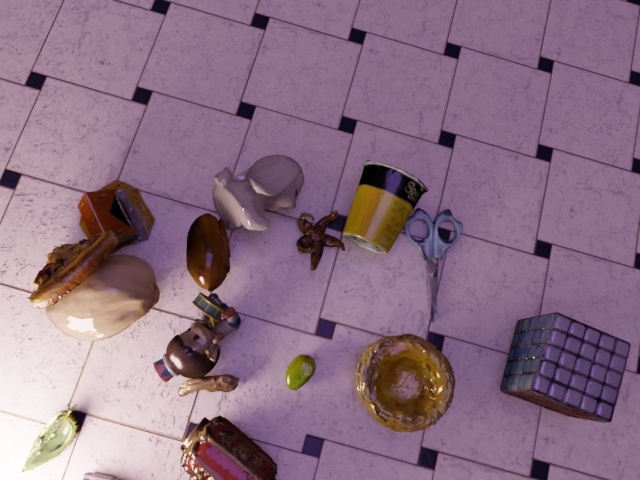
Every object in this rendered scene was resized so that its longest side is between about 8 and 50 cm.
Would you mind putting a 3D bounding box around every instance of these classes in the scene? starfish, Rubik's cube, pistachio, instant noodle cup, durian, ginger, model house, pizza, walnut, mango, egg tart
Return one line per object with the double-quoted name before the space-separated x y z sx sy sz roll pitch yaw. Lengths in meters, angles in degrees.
"starfish" 0.000 0.001 1.695 0.146 0.074 0.189 3 76 -3
"Rubik's cube" 0.686 0.358 1.590 0.238 0.237 0.236 22 74 0
"pistachio" -0.603 0.161 1.538 0.332 0.208 0.226 -24 71 7
"instant noodle cup" 0.182 -0.091 1.681 0.216 0.215 0.236 24 84 1
"durian" -0.708 0.518 1.492 0.086 0.100 0.215 35 83 0
"ginger" -0.315 0.404 1.572 0.174 0.069 0.051 -2 59 -3
"model house" -0.616 -0.085 1.628 0.207 0.136 0.219 -26 80 -9
"pizza" -0.653 0.042 1.510 0.251 0.287 0.074 -32 121 1
"walnut" -0.329 0.031 1.628 0.137 0.137 0.245 -11 70 -8
"mango" -0.059 0.379 1.608 0.073 0.056 0.108 29 78 8
"egg tart" 0.236 0.403 1.598 0.288 0.118 0.288 1 78 -5

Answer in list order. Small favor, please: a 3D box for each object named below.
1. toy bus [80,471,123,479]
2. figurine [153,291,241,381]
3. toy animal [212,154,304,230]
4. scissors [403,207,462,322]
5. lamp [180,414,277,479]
"toy bus" -0.579 0.663 1.490 0.123 0.060 0.074 13 72 0
"figurine" -0.343 0.280 1.552 0.158 0.161 0.275 39 79 -34
"toy animal" -0.167 -0.157 1.648 0.265 0.272 0.206 -32 107 -24
"scissors" 0.349 0.073 1.733 0.191 0.029 0.360 4 76 -6
"lamp" -0.241 0.594 1.487 0.274 0.177 0.177 39 76 7
